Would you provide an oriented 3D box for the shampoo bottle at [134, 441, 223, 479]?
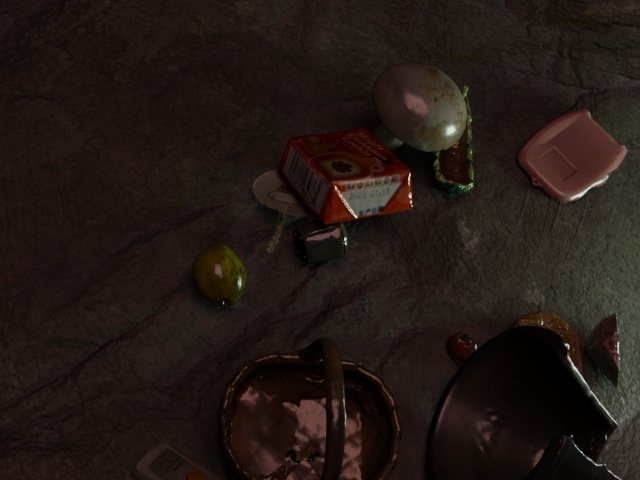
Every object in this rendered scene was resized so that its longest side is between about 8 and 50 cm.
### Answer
[{"bbox_3d":[-0.210,0.438,1.351,0.227,0.056,0.086,29,33,19],"label":"shampoo bottle"}]

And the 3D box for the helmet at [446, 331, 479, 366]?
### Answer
[{"bbox_3d":[0.313,0.230,1.664,0.065,0.049,0.084,-31,72,-30],"label":"helmet"}]

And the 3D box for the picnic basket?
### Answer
[{"bbox_3d":[-0.007,0.314,1.365,0.337,0.337,0.293,6,59,-13],"label":"picnic basket"}]

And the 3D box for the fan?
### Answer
[{"bbox_3d":[-0.070,-0.067,1.691,0.191,0.009,0.329,13,37,3],"label":"fan"}]

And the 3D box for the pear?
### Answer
[{"bbox_3d":[-0.206,0.071,1.576,0.107,0.107,0.131,-5,58,-19],"label":"pear"}]

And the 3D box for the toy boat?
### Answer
[{"bbox_3d":[0.331,-0.238,1.922,0.108,0.099,0.293,14,65,-10],"label":"toy boat"}]

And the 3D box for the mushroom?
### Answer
[{"bbox_3d":[0.216,-0.295,1.848,0.243,0.243,0.243,7,59,-12],"label":"mushroom"}]

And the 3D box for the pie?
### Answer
[{"bbox_3d":[0.491,0.245,1.710,0.195,0.046,0.195,8,58,-14],"label":"pie"}]

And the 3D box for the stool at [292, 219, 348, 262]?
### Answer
[{"bbox_3d":[0.000,0.000,1.684,0.110,0.096,0.096,-14,65,-18],"label":"stool"}]

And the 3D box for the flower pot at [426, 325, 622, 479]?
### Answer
[{"bbox_3d":[0.403,0.383,1.471,0.251,0.379,0.379,32,54,-21],"label":"flower pot"}]

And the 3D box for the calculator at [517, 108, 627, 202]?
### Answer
[{"bbox_3d":[0.659,-0.223,2.035,0.329,0.048,0.220,-35,76,-28],"label":"calculator"}]

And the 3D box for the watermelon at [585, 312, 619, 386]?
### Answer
[{"bbox_3d":[0.644,0.233,1.742,0.081,0.094,0.180,16,42,-3],"label":"watermelon"}]

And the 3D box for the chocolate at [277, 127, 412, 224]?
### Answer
[{"bbox_3d":[0.057,-0.151,1.730,0.235,0.108,0.237,-10,37,-26],"label":"chocolate"}]
